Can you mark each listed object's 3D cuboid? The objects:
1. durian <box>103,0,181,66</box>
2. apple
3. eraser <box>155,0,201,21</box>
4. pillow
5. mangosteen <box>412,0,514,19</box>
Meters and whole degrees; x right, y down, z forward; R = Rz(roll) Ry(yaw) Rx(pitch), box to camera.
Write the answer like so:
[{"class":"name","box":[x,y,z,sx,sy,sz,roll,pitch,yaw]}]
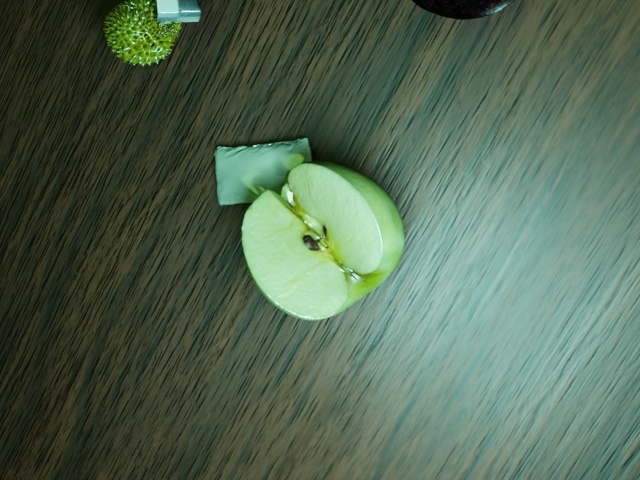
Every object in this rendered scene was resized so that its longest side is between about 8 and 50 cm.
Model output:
[{"class":"durian","box":[-0.376,-0.457,1.490,0.208,0.102,0.146,-12,98,9]},{"class":"apple","box":[0.012,-0.002,1.317,0.295,0.233,0.257,-45,70,12]},{"class":"eraser","box":[-0.307,-0.659,1.402,0.097,0.098,0.403,-7,96,-14]},{"class":"pillow","box":[-0.120,-0.143,1.447,0.229,0.051,0.128,-2,89,19]},{"class":"mangosteen","box":[0.242,-0.547,1.199,0.313,0.297,0.297,45,104,18]}]
